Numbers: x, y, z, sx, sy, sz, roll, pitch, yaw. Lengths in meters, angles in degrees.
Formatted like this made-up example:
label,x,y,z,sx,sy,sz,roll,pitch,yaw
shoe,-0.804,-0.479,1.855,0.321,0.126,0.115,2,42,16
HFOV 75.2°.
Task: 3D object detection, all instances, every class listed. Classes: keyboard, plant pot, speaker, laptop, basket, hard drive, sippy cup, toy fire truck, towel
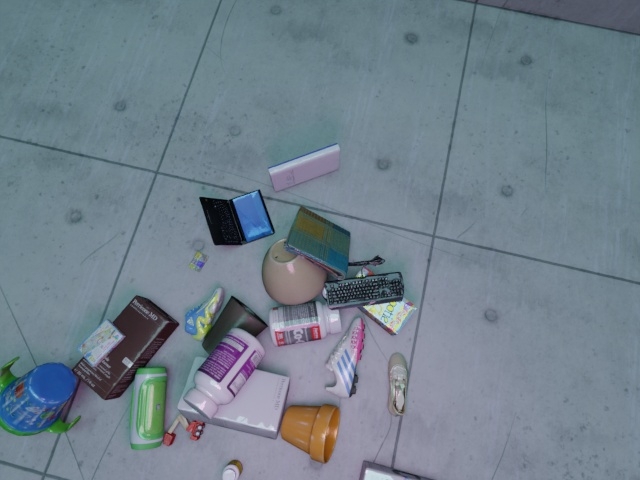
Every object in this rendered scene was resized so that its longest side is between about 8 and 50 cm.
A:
label,x,y,z,sx,sy,sz,roll,pitch,yaw
keyboard,0.174,0.164,1.687,0.317,0.033,0.201,-8,74,-3
plant pot,-0.122,0.097,1.716,0.284,0.191,0.284,-6,52,8
plant pot,-0.044,0.728,1.612,0.188,0.205,0.205,7,75,18
speaker,-0.681,0.659,1.653,0.131,0.131,0.296,-2,75,0
laptop,-0.367,-0.109,1.851,0.137,0.264,0.234,-30,73,30
basket,-0.365,0.380,1.719,0.204,0.154,0.227,37,82,14
hard drive,-0.070,-0.323,1.869,0.319,0.210,0.040,-21,76,-5
sippy cup,-1.058,0.583,1.578,0.224,0.305,0.240,-38,42,25
toy fire truck,-0.534,0.737,1.673,0.135,0.047,0.192,16,75,6
towel,-0.546,0.094,1.863,0.060,0.009,0.083,28,77,6
towel,0.000,0.000,1.717,0.271,0.370,0.040,29,117,-9

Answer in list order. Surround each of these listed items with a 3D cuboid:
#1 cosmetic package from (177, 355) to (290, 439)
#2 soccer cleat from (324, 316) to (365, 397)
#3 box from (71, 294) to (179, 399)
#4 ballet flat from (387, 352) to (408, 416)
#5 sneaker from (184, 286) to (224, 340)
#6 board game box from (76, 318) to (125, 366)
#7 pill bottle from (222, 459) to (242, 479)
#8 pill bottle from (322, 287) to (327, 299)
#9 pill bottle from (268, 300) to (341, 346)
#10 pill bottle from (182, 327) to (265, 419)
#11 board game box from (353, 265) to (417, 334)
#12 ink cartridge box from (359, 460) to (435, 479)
label,x,y,z,sx,sy,sz,roll,pitch,yaw
cosmetic package,-0.326,0.613,1.622,0.385,0.156,0.217,9,54,3
soccer cleat,0.097,0.471,1.708,0.143,0.116,0.331,10,76,2
box,-0.791,0.436,1.708,0.191,0.143,0.381,35,76,10
ballet flat,0.320,0.587,1.695,0.086,0.086,0.248,3,75,1
sneaker,-0.504,0.299,1.767,0.126,0.091,0.240,19,77,6
board game box,-0.862,0.401,1.634,0.103,0.026,0.154,40,79,12
pill bottle,-0.340,0.890,1.597,0.065,0.116,0.065,0,75,-1
pill bottle,0.040,0.222,1.771,0.067,0.120,0.067,0,75,1
pill bottle,-0.062,0.338,1.720,0.283,0.161,0.161,-9,75,-2
pill bottle,-0.351,0.483,1.517,0.169,0.169,0.301,33,57,8
board game box,0.243,0.256,1.751,0.275,0.142,0.144,38,79,9
ink cartridge box,0.288,0.995,1.562,0.306,0.131,0.226,14,75,2
